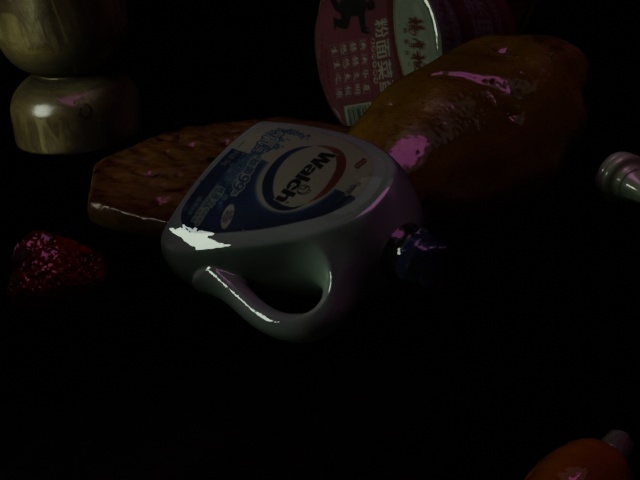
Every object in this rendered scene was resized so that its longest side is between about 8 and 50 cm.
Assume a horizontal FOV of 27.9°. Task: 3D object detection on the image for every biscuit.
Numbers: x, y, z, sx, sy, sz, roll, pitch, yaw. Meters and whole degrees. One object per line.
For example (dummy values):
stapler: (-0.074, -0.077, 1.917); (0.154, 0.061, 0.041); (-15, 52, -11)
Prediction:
biscuit: (-0.102, -0.076, 1.514); (0.359, 0.046, 0.359); (-4, 24, 2)

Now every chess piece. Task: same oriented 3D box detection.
chess piece: (0.348, -0.042, 1.333); (0.059, 0.059, 0.149); (-13, 29, -19)

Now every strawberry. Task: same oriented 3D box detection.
strawberry: (-0.257, 0.031, 1.252); (0.096, 0.083, 0.083); (-4, 23, -9)

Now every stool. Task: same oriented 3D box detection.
stool: (-0.344, -0.268, 1.735); (0.179, 0.264, 0.179); (-4, 22, 2)

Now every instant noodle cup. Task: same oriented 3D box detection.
instant noodle cup: (0.131, -0.248, 1.664); (0.178, 0.235, 0.234); (-13, 23, -39)

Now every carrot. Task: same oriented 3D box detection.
carrot: (0.108, 0.213, 0.790); (0.069, 0.069, 0.336); (14, 36, 38)

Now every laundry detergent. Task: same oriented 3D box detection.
laundry detergent: (0.000, 0.000, 1.217); (0.280, 0.105, 0.215); (25, 65, 39)

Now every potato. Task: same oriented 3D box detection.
potato: (0.155, -0.110, 1.420); (0.369, 0.195, 0.176); (-34, -2, -34)

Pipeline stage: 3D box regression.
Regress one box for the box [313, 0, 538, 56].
box: (0.149, -0.324, 1.867); (0.301, 0.084, 0.193); (-9, -20, -9)
